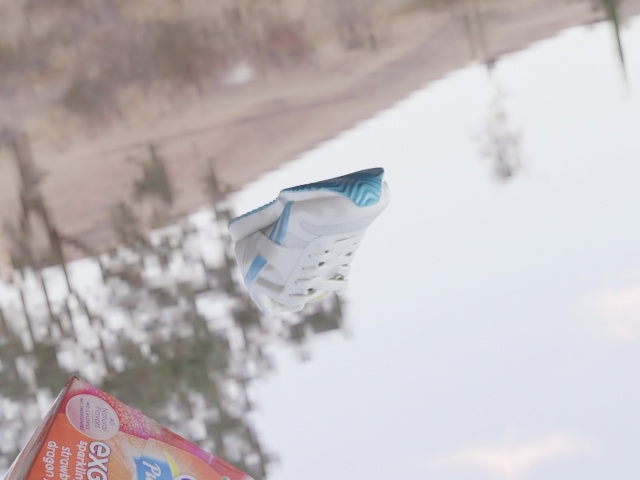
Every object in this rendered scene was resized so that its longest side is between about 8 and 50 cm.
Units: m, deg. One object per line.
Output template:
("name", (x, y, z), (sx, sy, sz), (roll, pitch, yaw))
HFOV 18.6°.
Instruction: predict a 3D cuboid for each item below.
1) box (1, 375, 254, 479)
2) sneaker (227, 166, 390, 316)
("box", (-0.184, 0.256, 1.272), (0.300, 0.142, 0.154), (-54, -170, 33))
("sneaker", (0.000, 0.000, 1.612), (0.087, 0.092, 0.228), (-13, 172, -25))
